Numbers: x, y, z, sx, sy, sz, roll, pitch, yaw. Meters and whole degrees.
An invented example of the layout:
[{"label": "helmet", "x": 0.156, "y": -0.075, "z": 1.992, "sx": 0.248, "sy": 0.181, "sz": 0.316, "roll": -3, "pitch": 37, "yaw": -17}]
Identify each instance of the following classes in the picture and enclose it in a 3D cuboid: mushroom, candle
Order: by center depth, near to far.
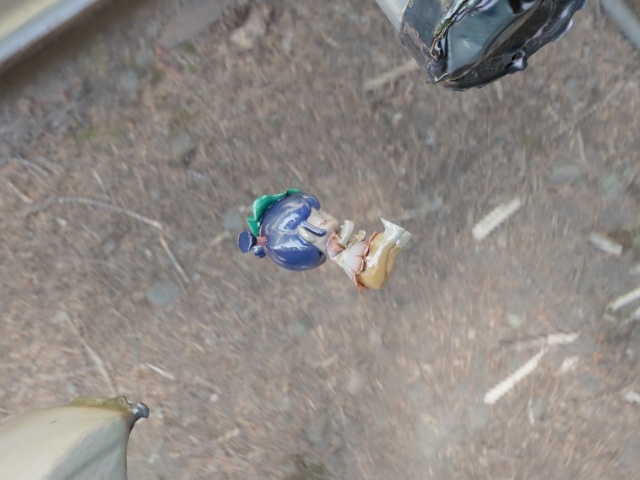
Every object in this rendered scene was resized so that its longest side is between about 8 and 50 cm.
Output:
[{"label": "mushroom", "x": -0.207, "y": 0.223, "z": 0.798, "sx": 0.162, "sy": 0.173, "sz": 0.236, "roll": 3, "pitch": 102, "yaw": 27}, {"label": "candle", "x": 0.105, "y": -0.302, "z": 1.292, "sx": 0.187, "sy": 0.187, "sz": 0.330, "roll": -31, "pitch": 64, "yaw": -2}]

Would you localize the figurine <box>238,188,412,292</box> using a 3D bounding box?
[{"label": "figurine", "x": 0.000, "y": 0.000, "z": 1.634, "sx": 0.195, "sy": 0.111, "sz": 0.102, "roll": 20, "pitch": 84, "yaw": 19}]
